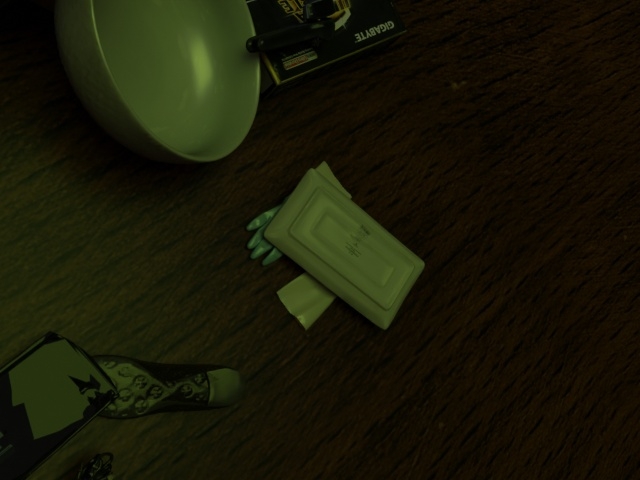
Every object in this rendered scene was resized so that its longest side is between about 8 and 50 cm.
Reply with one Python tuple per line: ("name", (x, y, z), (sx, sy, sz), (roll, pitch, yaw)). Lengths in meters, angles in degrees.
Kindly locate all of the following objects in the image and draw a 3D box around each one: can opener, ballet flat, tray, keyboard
("can opener", (-0.045, -0.332, 1.010), (0.186, 0.059, 0.073), (-33, 113, -33))
("ballet flat", (-0.227, 0.201, 0.879), (0.249, 0.058, 0.084), (5, 81, -24))
("tray", (0.051, 0.016, 1.046), (0.270, 0.030, 0.145), (39, 72, -16))
("keyboard", (-0.379, 0.278, 0.757), (0.317, 0.033, 0.201), (-41, 93, -21))

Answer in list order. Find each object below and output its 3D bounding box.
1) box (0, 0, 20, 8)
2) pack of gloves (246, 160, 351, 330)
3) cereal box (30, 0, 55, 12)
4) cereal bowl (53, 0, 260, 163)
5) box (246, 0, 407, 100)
("box", (-0.417, -0.413, 0.654), (0.293, 0.395, 0.212), (27, 61, -60))
("pack of gloves", (0.000, 0.000, 1.056), (0.232, 0.046, 0.195), (-42, 102, -30))
("cereal box", (-0.355, -0.446, 0.952), (0.173, 0.047, 0.240), (21, 69, -26))
("cereal bowl", (-0.235, -0.270, 0.892), (0.339, 0.141, 0.339), (14, 74, -59))
("box", (-0.028, -0.424, 1.120), (0.322, 0.079, 0.257), (-31, 93, -31))
